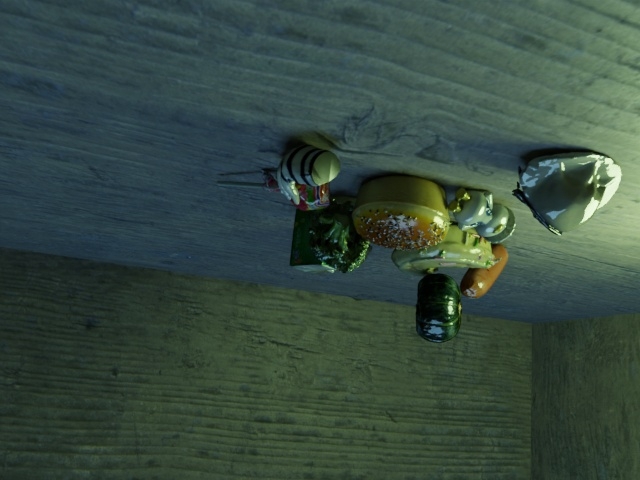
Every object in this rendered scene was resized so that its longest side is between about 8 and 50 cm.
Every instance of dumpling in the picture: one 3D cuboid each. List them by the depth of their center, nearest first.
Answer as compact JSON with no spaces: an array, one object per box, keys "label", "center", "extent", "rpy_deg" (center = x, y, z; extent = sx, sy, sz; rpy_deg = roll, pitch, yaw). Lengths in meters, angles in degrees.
[{"label":"dumpling","center":[0.607,-0.110,1.455],"extent":[0.204,0.164,0.293],"rpy_deg":[-3,153,47]}]

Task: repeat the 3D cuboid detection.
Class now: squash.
[{"label":"squash","center":[0.422,0.243,2.140],"extent":[0.165,0.252,0.252],"rpy_deg":[1,166,19]}]

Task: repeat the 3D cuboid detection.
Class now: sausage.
[{"label":"sausage","center":[0.603,0.121,2.208],"extent":[0.113,0.259,0.114],"rpy_deg":[26,138,26]}]

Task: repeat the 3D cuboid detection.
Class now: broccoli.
[{"label":"broccoli","center":[0.058,-0.016,1.858],"extent":[0.197,0.226,0.176],"rpy_deg":[-7,125,-1]}]

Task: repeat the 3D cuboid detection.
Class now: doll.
[{"label":"doll","center":[0.475,-0.073,1.742],"extent":[0.293,0.138,0.119],"rpy_deg":[22,-161,-44]}]

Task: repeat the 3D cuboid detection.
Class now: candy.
[{"label":"candy","center":[-0.142,-0.154,1.702],"extent":[0.365,0.124,0.124],"rpy_deg":[6,168,27]}]

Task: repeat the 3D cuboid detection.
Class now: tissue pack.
[{"label":"tissue pack","center":[-0.001,0.001,2.037],"extent":[0.148,0.209,0.156],"rpy_deg":[-4,164,34]}]

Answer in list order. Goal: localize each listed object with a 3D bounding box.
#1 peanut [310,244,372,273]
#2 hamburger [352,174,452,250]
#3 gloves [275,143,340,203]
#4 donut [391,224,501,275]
[{"label":"peanut","center":[0.046,0.042,2.325],"extent":[0.339,0.158,0.174],"rpy_deg":[-4,134,20]},{"label":"hamburger","center":[0.236,-0.070,1.725],"extent":[0.300,0.176,0.300],"rpy_deg":[7,166,2]},{"label":"gloves","center":[-0.055,-0.179,1.499],"extent":[0.218,0.140,0.131],"rpy_deg":[11,155,46]},{"label":"donut","center":[0.415,0.033,2.129],"extent":[0.307,0.150,0.371],"rpy_deg":[13,163,-33]}]
